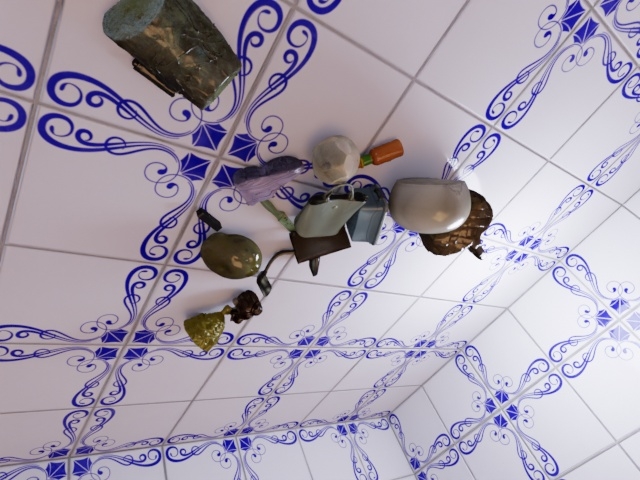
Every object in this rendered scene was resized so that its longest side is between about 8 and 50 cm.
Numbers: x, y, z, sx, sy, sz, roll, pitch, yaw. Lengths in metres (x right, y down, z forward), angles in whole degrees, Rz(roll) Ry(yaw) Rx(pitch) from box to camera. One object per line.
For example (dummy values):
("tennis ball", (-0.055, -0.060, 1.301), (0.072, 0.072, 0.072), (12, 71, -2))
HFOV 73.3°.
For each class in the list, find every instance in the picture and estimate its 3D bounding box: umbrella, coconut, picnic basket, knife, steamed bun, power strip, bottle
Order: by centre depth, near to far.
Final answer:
("umbrella", (-0.433, -0.429, 1.133), (0.133, 0.031, 0.036), (33, 86, -46))
("coconut", (0.048, -0.272, 1.452), (0.161, 0.161, 0.162), (-55, 171, 28))
("power strip", (-0.393, -0.074, 1.523), (0.029, 0.038, 0.111), (-36, 140, 7))
("bottle", (0.211, -0.313, 1.590), (0.187, 0.069, 0.069), (-21, 140, -6))
("knife", (-0.158, -0.099, 1.643), (0.043, 0.020, 0.293), (-35, 140, 5))
("steamed bun", (0.425, -0.135, 1.692), (0.324, 0.324, 0.206), (-7, 104, -24))
("picnic basket", (0.621, -0.042, 1.916), (0.337, 0.293, 0.337), (-7, 120, -13))

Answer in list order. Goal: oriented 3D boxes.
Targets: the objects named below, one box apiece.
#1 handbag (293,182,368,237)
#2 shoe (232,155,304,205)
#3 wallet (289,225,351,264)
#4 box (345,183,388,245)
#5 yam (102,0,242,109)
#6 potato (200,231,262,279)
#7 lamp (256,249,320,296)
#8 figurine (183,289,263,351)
("handbag", (0.039, -0.110, 1.584), (0.241, 0.109, 0.315), (-7, 164, -26))
("shoe", (-0.168, -0.200, 1.479), (0.245, 0.095, 0.138), (-18, 142, -7))
("wallet", (0.000, 0.000, 1.758), (0.243, 0.133, 0.039), (-17, 178, -19))
("box", (0.186, -0.102, 1.730), (0.130, 0.162, 0.227), (-1, 134, -15))
("yam", (-0.338, -0.460, 1.039), (0.202, 0.201, 0.271), (-37, 146, 12))
("potato", (-0.333, 0.057, 1.611), (0.235, 0.160, 0.178), (28, 92, -29))
("lamp", (-0.128, 0.123, 1.765), (0.283, 0.203, 0.125), (-15, 119, -9))
("figurine", (-0.410, 0.324, 1.873), (0.315, 0.168, 0.187), (-35, 130, -6))
